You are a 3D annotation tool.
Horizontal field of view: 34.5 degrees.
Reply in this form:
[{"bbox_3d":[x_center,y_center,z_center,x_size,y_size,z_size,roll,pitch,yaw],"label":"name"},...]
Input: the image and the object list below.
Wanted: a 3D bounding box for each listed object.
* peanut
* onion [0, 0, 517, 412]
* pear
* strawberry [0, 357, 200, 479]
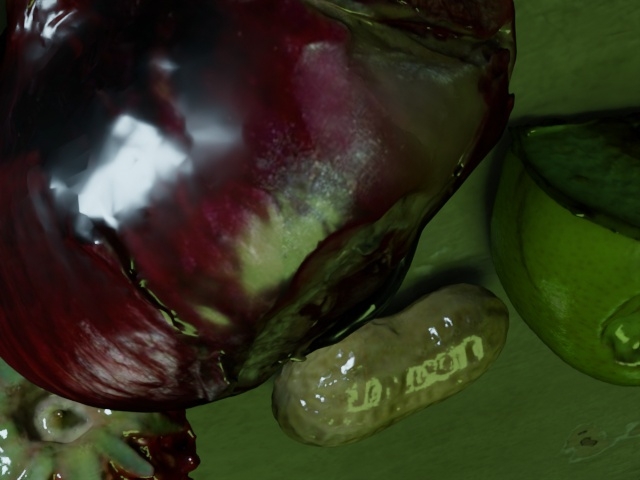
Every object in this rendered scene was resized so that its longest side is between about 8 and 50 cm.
[{"bbox_3d":[0.061,0.107,0.899,0.226,0.095,0.108,-24,144,1],"label":"peanut"},{"bbox_3d":[-0.063,-0.065,0.495,0.314,0.314,0.232,-39,125,20],"label":"onion"},{"bbox_3d":[0.246,0.028,0.847,0.238,0.164,0.255,-7,140,-21],"label":"pear"},{"bbox_3d":[-0.206,0.169,0.790,0.205,0.205,0.244,-6,155,-18],"label":"strawberry"}]
